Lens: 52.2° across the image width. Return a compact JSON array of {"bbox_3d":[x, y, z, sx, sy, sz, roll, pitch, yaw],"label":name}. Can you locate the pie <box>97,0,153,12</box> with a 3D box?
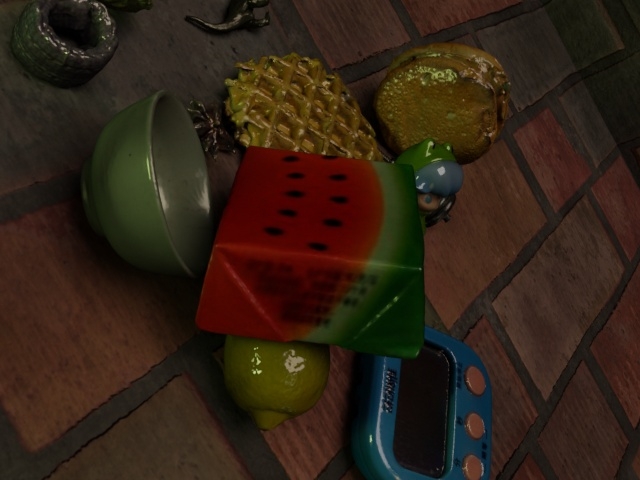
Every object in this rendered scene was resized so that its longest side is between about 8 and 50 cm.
[{"bbox_3d":[-0.394,-0.456,1.088,0.248,0.201,0.090,26,93,-24],"label":"pie"}]

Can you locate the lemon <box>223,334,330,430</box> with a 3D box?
[{"bbox_3d":[-0.071,0.186,1.075,0.184,0.184,0.248,21,54,-35],"label":"lemon"}]

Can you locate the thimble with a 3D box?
[{"bbox_3d":[-0.409,-0.329,1.052,0.150,0.098,0.150,19,61,-37],"label":"thimble"}]

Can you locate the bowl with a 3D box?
[{"bbox_3d":[-0.272,-0.075,1.001,0.289,0.146,0.289,-8,90,-84],"label":"bowl"}]

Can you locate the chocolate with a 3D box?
[{"bbox_3d":[0.000,0.000,1.056,0.341,0.161,0.360,7,35,0],"label":"chocolate"}]

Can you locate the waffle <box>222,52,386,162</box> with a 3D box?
[{"bbox_3d":[-0.023,-0.222,1.371,0.379,0.095,0.382,-26,88,-44],"label":"waffle"}]

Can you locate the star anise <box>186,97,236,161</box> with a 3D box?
[{"bbox_3d":[-0.212,-0.204,1.201,0.129,0.056,0.124,-23,93,-62],"label":"star anise"}]

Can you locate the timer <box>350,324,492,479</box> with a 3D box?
[{"bbox_3d":[0.203,0.340,1.293,0.309,0.115,0.340,26,55,-25],"label":"timer"}]

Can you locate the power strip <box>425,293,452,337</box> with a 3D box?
[{"bbox_3d":[0.252,0.216,1.464,0.092,0.034,0.268,-39,100,-45],"label":"power strip"}]

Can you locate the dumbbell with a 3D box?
[{"bbox_3d":[0.217,-0.133,1.545,0.254,0.110,0.110,42,48,-13],"label":"dumbbell"}]

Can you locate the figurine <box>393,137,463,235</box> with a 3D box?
[{"bbox_3d":[0.210,-0.096,1.429,0.162,0.263,0.143,3,26,-47],"label":"figurine"}]

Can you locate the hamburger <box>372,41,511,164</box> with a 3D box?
[{"bbox_3d":[0.290,-0.320,1.538,0.290,0.314,0.170,74,30,-41],"label":"hamburger"}]

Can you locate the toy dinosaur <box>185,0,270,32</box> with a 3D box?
[{"bbox_3d":[-0.199,-0.499,1.379,0.179,0.087,0.187,-9,57,-8],"label":"toy dinosaur"}]
